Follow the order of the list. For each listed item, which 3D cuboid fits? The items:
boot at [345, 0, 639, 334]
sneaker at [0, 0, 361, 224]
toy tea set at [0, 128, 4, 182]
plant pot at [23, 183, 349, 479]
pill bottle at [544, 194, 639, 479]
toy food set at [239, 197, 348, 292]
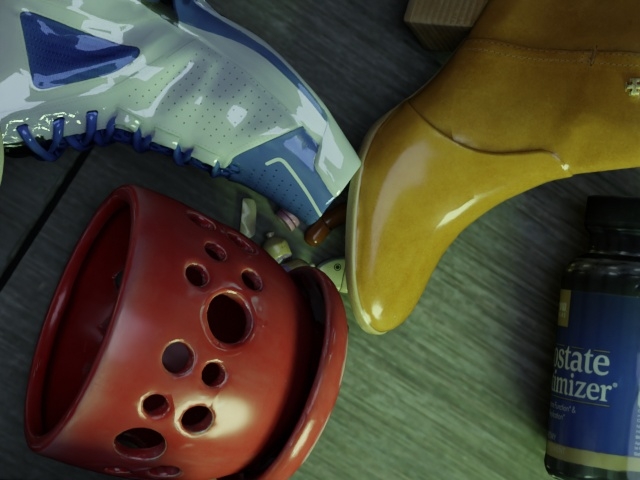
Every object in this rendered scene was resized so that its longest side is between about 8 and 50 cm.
[{"bbox_3d":[0.144,-0.062,1.030,0.211,0.104,0.295,9,82,28],"label":"boot"},{"bbox_3d":[-0.140,-0.100,1.003,0.315,0.127,0.182,43,84,-5],"label":"sneaker"},{"bbox_3d":[-0.290,-0.111,0.909,0.124,0.200,0.336,4,95,-44],"label":"toy tea set"},{"bbox_3d":[-0.090,0.078,0.983,0.174,0.191,0.191,23,85,-23],"label":"plant pot"},{"bbox_3d":[0.241,0.078,1.101,0.123,0.123,0.219,5,89,-15],"label":"pill bottle"},{"bbox_3d":[0.000,0.000,1.086,0.122,0.019,0.077,4,90,-15],"label":"toy food set"}]
